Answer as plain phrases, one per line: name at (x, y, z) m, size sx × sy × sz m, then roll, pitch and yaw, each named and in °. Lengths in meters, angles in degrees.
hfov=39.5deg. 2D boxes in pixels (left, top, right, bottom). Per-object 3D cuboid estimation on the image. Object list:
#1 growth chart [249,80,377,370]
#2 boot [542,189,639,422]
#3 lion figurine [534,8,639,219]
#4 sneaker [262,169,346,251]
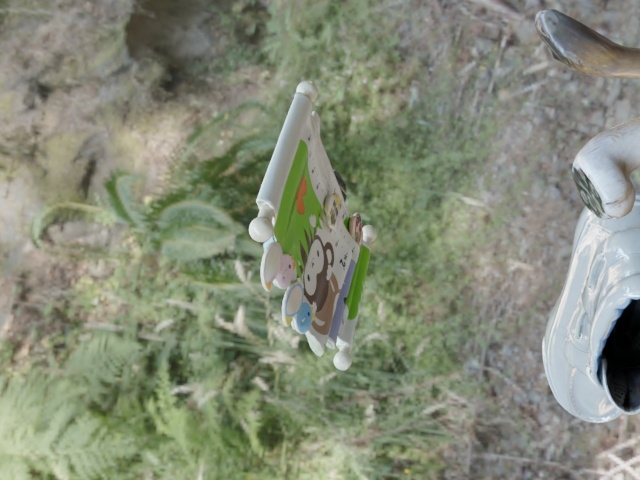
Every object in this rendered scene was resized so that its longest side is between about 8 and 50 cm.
growth chart at (0.000, 0.000, 0.686) m, size 0.237 × 0.021 × 0.172 m, roll 64°, pitch -149°, yaw -53°
boot at (0.230, 0.093, 0.712) m, size 0.123 × 0.095 × 0.258 m, roll -77°, pitch -16°, yaw -47°
lion figurine at (0.274, 0.014, 0.310) m, size 0.392 × 0.240 × 0.142 m, roll 59°, pitch -178°, yaw 16°
sneaker at (-0.028, -0.037, 1.259) m, size 0.073 × 0.063 × 0.162 m, roll 27°, pitch 75°, yaw 42°
